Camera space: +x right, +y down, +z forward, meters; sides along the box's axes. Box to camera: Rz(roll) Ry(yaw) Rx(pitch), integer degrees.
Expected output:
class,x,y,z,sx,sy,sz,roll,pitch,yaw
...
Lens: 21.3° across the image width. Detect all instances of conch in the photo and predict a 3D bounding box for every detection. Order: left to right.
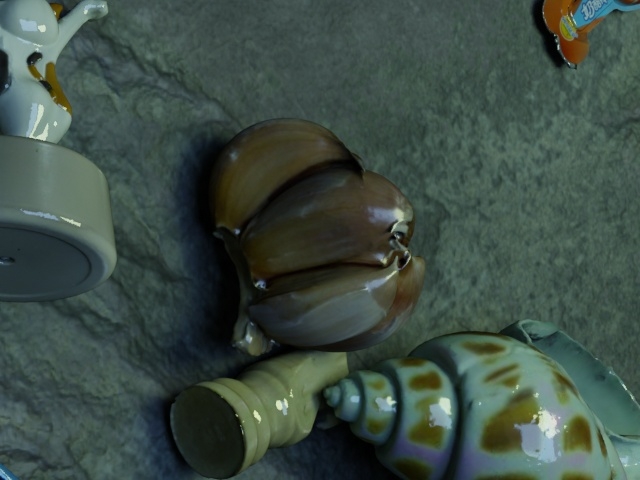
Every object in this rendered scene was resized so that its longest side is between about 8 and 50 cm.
class,x,y,z,sx,sy,sz,roll,pitch,yaw
conch,0.178,0.183,1.659,0.368,0.197,0.249,40,35,-37

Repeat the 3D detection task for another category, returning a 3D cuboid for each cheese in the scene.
class,x,y,z,sx,sy,sz,roll,pitch,yaw
cheese,0.330,-0.289,1.909,0.256,0.037,0.106,-44,112,-32

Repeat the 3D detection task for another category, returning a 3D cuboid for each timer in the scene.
class,x,y,z,sx,sy,sz,roll,pitch,yaw
timer,-0.247,-0.102,1.394,0.175,0.175,0.266,20,59,-36

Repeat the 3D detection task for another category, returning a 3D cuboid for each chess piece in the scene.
class,x,y,z,sx,sy,sz,roll,pitch,yaw
chess piece,-0.039,0.149,1.572,0.200,0.090,0.090,-20,99,-49

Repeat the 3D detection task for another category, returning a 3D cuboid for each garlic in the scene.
class,x,y,z,sx,sy,sz,roll,pitch,yaw
garlic,0.000,0.000,1.561,0.160,0.191,0.214,46,25,-65

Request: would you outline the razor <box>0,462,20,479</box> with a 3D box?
class,x,y,z,sx,sy,sz,roll,pitch,yaw
razor,-0.287,0.181,1.392,0.082,0.042,0.253,-36,117,11
